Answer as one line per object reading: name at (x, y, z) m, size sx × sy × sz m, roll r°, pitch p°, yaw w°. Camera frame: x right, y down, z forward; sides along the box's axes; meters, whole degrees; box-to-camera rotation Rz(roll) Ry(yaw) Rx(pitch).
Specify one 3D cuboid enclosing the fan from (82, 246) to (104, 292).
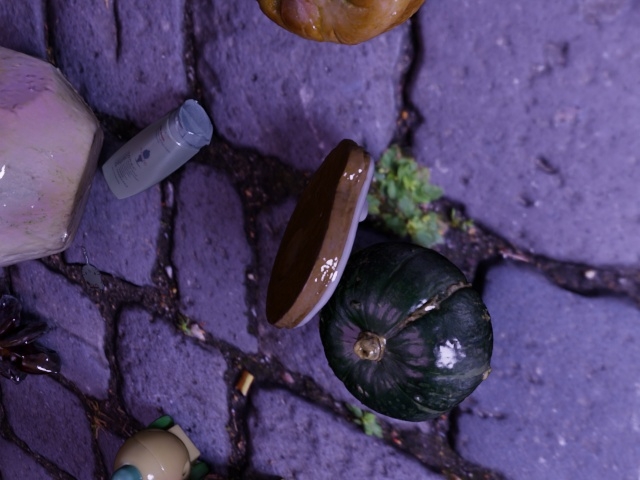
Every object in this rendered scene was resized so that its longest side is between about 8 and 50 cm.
fan at (-0.394, 0.051, 1.209) m, size 0.056 × 0.004 × 0.083 m, roll 0°, pitch 108°, yaw 39°

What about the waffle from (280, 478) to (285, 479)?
waffle at (-0.152, 0.475, 1.084) m, size 0.219 × 0.057 × 0.229 m, roll -3°, pitch 110°, yaw 4°

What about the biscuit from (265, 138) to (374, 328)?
biscuit at (0.000, 0.000, 0.757) m, size 0.049 × 0.208 × 0.181 m, roll 21°, pitch 153°, yaw -14°

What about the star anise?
star anise at (-0.625, 0.192, 1.384) m, size 0.283 × 0.129 × 0.212 m, roll -20°, pitch 101°, yaw 34°

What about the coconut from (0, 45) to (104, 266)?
coconut at (-0.498, -0.130, 1.019) m, size 0.353 × 0.353 × 0.352 m, roll 16°, pitch 118°, yaw 33°

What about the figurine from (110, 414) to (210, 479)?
figurine at (-0.319, 0.422, 1.161) m, size 0.124 × 0.222 × 0.324 m, roll 47°, pitch 130°, yaw 10°

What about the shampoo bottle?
shampoo bottle at (-0.227, -0.121, 0.968) m, size 0.212 × 0.049 × 0.072 m, roll -27°, pitch 86°, yaw 42°

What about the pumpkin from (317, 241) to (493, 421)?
pumpkin at (0.086, 0.094, 0.738) m, size 0.190 × 0.146 × 0.190 m, roll -6°, pitch 83°, yaw 55°

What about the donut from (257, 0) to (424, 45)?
donut at (0.014, -0.293, 0.654) m, size 0.227 × 0.114 × 0.226 m, roll 16°, pitch 118°, yaw 33°
